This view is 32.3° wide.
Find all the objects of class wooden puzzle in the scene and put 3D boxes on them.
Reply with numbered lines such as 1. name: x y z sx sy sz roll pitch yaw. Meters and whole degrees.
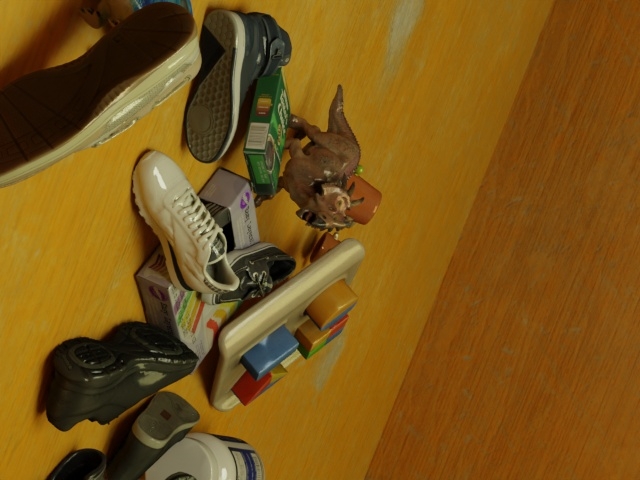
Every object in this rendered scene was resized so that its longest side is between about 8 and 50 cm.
1. wooden puzzle: -0.052 0.176 2.017 0.322 0.080 0.348 -35 161 -22

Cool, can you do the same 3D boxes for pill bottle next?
1. pill bottle: -0.209 0.426 2.003 0.153 0.153 0.265 -66 160 -6

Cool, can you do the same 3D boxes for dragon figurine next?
1. dragon figurine: -0.209 -0.271 1.331 0.144 0.085 0.289 -57 157 -27

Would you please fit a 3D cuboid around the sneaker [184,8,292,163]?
1. sneaker: -0.117 -0.228 1.628 0.163 0.086 0.226 -23 131 -60

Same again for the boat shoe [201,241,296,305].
1. boat shoe: -0.108 0.061 1.783 0.228 0.076 0.080 -24 132 -64

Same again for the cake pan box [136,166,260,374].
1. cake pan box: -0.187 0.049 1.779 0.245 0.070 0.267 -57 158 -33

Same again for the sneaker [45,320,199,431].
1. sneaker: -0.295 0.201 1.617 0.286 0.109 0.130 -4 124 -55

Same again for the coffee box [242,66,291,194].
1. coffee box: -0.083 -0.179 1.753 0.113 0.040 0.184 80 16 -55

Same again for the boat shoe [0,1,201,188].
1. boat shoe: -0.257 -0.143 1.212 0.302 0.109 0.098 -38 155 -15

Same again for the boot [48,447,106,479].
1. boot: -0.407 0.488 1.634 0.222 0.118 0.338 82 24 -51

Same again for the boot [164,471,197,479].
1. boot: -0.294 0.460 1.834 0.083 0.161 0.246 14 106 -35

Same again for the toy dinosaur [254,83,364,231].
1. toy dinosaur: 0.010 -0.124 1.911 0.295 0.200 0.127 -58 159 -28

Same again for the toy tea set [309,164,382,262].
1. toy tea set: 0.000 0.000 2.217 0.336 0.124 0.200 -65 -169 -18

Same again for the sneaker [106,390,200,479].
1. sneaker: -0.285 0.330 1.839 0.118 0.083 0.222 -52 171 14

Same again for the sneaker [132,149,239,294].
1. sneaker: -0.186 -0.026 1.570 0.090 0.095 0.235 -45 126 -33
